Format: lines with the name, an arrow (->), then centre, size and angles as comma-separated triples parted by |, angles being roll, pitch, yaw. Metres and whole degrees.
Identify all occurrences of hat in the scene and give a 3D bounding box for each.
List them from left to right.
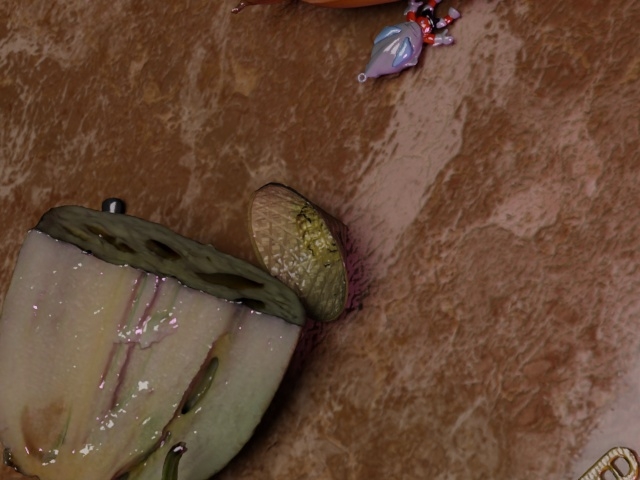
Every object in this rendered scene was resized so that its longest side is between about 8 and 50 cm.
hat -> 0.000, 0.000, 1.239 | 0.146, 0.067, 0.146 | 34, 139, 36

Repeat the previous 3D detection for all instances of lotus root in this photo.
lotus root -> -0.176, 0.128, 1.251 | 0.267, 0.149, 0.260 | 20, 109, -4

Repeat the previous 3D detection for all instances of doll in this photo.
doll -> 0.080, -0.190, 1.237 | 0.114, 0.039, 0.057 | -41, 98, 6

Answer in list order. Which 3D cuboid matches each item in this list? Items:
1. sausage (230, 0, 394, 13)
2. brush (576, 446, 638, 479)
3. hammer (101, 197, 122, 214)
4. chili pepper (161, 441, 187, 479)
sausage -> 0.054, -0.275, 1.228 | 0.328, 0.112, 0.112 | -8, 77, 28
brush -> 0.190, 0.255, 1.108 | 0.218, 0.010, 0.082 | -45, 63, 15
hammer -> -0.241, 0.075, 1.378 | 0.103, 0.029, 0.246 | -2, 79, 29
chili pepper -> -0.097, 0.371, 1.196 | 0.137, 0.092, 0.368 | -25, 88, 32
